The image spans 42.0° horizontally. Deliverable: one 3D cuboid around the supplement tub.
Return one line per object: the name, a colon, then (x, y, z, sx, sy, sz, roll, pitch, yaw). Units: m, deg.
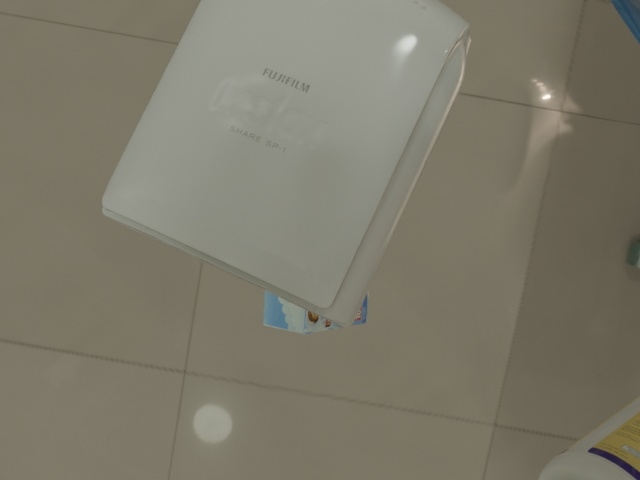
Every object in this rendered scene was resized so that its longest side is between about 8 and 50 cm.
supplement tub: (0.519, 0.364, 1.258, 0.331, 0.241, 0.241, -24, 99, -29)

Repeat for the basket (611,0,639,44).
basket: (0.325, -0.117, 0.433, 0.255, 0.289, 0.201, 49, 54, -19)

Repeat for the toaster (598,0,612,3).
toaster: (0.258, -0.319, 0.780, 0.227, 0.146, 0.129, 32, 90, -4)

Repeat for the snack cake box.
snack cake box: (0.000, 0.000, 1.274, 0.089, 0.152, 0.265, 7, 97, 38)

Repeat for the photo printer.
photo printer: (-0.022, -0.110, 0.751, 0.256, 0.107, 0.308, 24, 84, 16)
